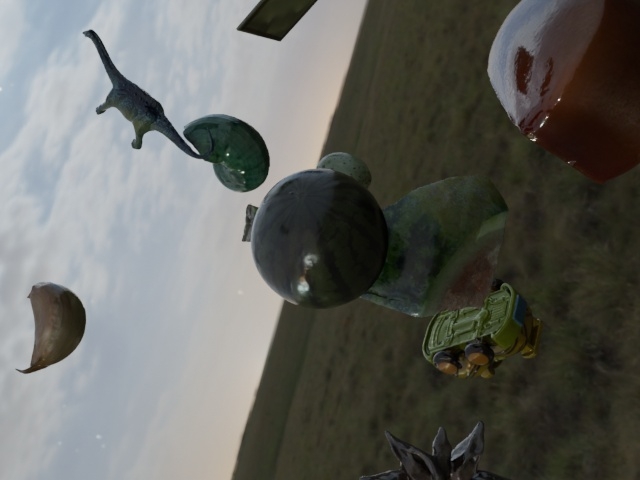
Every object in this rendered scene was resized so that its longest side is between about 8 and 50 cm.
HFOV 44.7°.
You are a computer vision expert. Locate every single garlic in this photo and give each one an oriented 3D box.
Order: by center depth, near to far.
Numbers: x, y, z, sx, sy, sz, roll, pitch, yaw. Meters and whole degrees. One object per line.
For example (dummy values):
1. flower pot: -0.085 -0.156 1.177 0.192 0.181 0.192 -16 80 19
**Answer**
1. garlic: -0.562 0.178 1.666 0.115 0.128 0.206 -46 38 44

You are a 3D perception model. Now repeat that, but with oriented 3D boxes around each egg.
1. egg: 0.041 -0.113 1.378 0.085 0.110 0.085 -7 -81 -55

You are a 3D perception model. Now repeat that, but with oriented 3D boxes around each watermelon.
1. watermelon: 0.000 0.000 1.158 0.212 0.212 0.212 -165 90 -89
2. watermelon: 0.173 0.021 1.335 0.310 0.193 0.231 -40 -49 -16

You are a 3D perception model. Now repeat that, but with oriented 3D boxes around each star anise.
1. star anise: 0.148 0.308 0.936 0.065 0.195 0.182 -86 -13 -72

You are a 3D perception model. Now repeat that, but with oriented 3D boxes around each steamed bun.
1. steamed bun: 0.422 -0.287 1.235 0.248 0.235 0.379 -54 16 27

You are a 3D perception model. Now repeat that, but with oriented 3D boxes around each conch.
1. conch: -0.192 -0.198 1.730 0.134 0.196 0.202 -39 -10 -3

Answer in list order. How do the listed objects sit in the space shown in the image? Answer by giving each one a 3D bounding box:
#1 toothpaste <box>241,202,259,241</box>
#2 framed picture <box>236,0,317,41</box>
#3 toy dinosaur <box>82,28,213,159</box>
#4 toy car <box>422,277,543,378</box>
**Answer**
1. toothpaste: -0.027 -0.015 1.517 0.047 0.248 0.078 -94 15 -77
2. framed picture: -0.058 -0.513 1.641 0.231 0.010 0.173 -42 -16 25
3. toy dinosaur: -0.382 -0.275 1.635 0.076 0.363 0.147 -45 0 -43
4. toy car: 0.339 0.198 1.614 0.248 0.142 0.200 -27 29 47
